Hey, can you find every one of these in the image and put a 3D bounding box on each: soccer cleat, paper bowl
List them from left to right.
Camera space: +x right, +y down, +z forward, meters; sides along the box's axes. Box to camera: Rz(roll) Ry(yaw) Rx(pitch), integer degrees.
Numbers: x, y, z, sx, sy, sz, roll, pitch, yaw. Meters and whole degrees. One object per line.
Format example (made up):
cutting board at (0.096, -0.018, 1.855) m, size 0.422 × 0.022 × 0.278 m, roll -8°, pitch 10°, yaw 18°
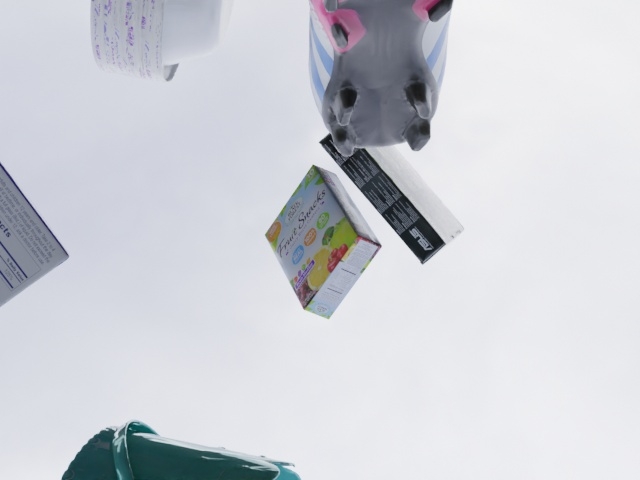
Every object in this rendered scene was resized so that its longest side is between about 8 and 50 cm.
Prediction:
paper bowl at (-0.180, -0.335, 1.600) m, size 0.148 × 0.284 × 0.284 m, roll 10°, pitch -145°, yaw -1°
soccer cleat at (0.037, -0.185, 0.845) m, size 0.116 × 0.331 × 0.143 m, roll -4°, pitch -116°, yaw -7°

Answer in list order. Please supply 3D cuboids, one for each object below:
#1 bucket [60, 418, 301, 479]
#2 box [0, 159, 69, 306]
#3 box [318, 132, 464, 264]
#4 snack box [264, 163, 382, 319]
bucket at (-0.145, 0.309, 1.211) m, size 0.183 × 0.281 × 0.281 m, roll 15°, pitch -145°, yaw 12°
box at (-0.306, 0.002, 1.111) m, size 0.137 × 0.126 × 0.072 m, roll -36°, pitch -172°, yaw -8°
box at (0.092, -0.064, 1.583) m, size 0.190 × 0.045 × 0.184 m, roll 50°, pitch -164°, yaw 3°
snack box at (0.000, 0.000, 1.352) m, size 0.037 × 0.100 × 0.141 m, roll 23°, pitch -157°, yaw -33°
